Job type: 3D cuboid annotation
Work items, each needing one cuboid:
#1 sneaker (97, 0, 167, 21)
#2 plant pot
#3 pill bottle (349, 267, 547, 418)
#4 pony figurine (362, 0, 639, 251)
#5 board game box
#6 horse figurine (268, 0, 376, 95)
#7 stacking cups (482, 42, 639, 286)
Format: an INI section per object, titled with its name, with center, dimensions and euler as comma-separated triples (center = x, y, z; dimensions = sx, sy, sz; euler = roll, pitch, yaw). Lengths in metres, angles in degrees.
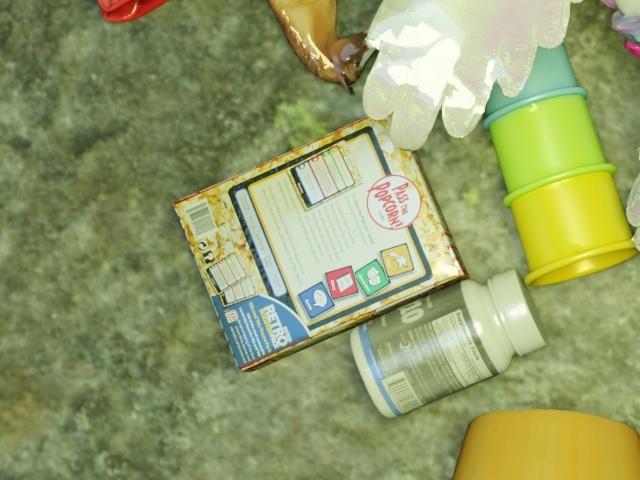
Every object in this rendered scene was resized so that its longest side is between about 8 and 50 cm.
[sneaker]
center = -0.200, -0.248, 1.531
dimensions = 0.221, 0.087, 0.128
euler = 9, 87, 14
[plant pot]
center = 0.163, 0.228, 1.371
dimensions = 0.205, 0.205, 0.188
euler = 1, 71, 12
[pill bottle]
center = 0.099, 0.077, 1.444
dimensions = 0.137, 0.078, 0.078
euler = -24, 81, 9
[pony figurine]
center = 0.238, -0.189, 1.297
dimensions = 0.303, 0.363, 0.351
euler = 27, 76, -24
[board game box]
center = 0.000, 0.000, 1.488
dimensions = 0.193, 0.045, 0.147
euler = -23, 81, 10
[horse figurine]
center = -0.036, -0.256, 1.478
dimensions = 0.263, 0.066, 0.174
euler = 33, 97, -16
[stacking cups]
center = 0.152, -0.125, 1.451
dimensions = 0.096, 0.096, 0.316
euler = -20, 77, 10
